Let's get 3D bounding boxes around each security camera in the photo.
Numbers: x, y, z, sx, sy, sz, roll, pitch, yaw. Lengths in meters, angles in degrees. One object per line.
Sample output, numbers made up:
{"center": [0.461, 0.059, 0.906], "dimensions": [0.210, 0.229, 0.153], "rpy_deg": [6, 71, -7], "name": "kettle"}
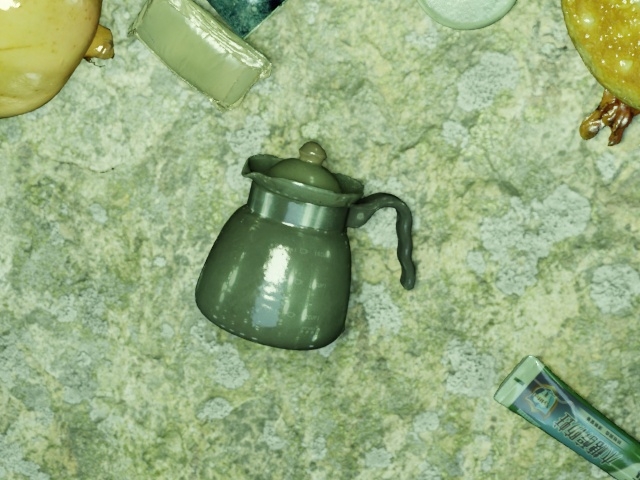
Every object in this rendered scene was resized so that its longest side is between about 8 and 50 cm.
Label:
{"center": [0.146, -0.407, 1.872], "dimensions": [0.301, 0.080, 0.157], "rpy_deg": [39, 110, -9], "name": "security camera"}

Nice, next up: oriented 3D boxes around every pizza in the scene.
{"center": [0.427, -0.295, 1.821], "dimensions": [0.197, 0.058, 0.292], "rpy_deg": [-47, 66, 33], "name": "pizza"}

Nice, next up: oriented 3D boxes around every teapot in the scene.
{"center": [-0.008, 0.004, 1.974], "dimensions": [0.305, 0.223, 0.285], "rpy_deg": [16, 105, 5], "name": "teapot"}

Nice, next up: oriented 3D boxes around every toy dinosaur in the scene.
{"center": [0.557, -0.218, 1.845], "dimensions": [0.208, 0.097, 0.432], "rpy_deg": [41, 129, -18], "name": "toy dinosaur"}

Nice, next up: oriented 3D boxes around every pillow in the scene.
{"center": [-0.175, -0.276, 1.974], "dimensions": [0.208, 0.053, 0.119], "rpy_deg": [38, 125, -6], "name": "pillow"}

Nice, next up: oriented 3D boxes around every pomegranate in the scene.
{"center": [-0.433, -0.321, 1.878], "dimensions": [0.338, 0.338, 0.338], "rpy_deg": [3, 110, 8], "name": "pomegranate"}

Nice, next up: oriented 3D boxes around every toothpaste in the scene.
{"center": [0.447, 0.318, 2.096], "dimensions": [0.392, 0.061, 0.099], "rpy_deg": [35, 113, -3], "name": "toothpaste"}

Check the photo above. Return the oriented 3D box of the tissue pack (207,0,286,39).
{"center": [-0.125, -0.435, 1.897], "dimensions": [0.185, 0.081, 0.257], "rpy_deg": [-39, 100, 20], "name": "tissue pack"}
